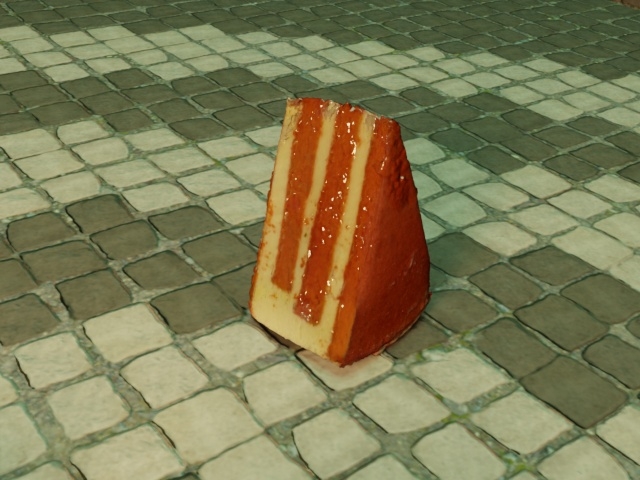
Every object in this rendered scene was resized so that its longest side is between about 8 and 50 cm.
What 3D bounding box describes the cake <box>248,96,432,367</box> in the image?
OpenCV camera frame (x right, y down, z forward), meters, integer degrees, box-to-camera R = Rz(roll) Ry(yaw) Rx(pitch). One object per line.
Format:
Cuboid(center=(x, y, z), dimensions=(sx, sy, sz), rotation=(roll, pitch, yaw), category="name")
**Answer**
Cuboid(center=(0.000, 0.000, 0.864), dimensions=(0.158, 0.262, 0.159), rotation=(22, 55, 34), category="cake")
